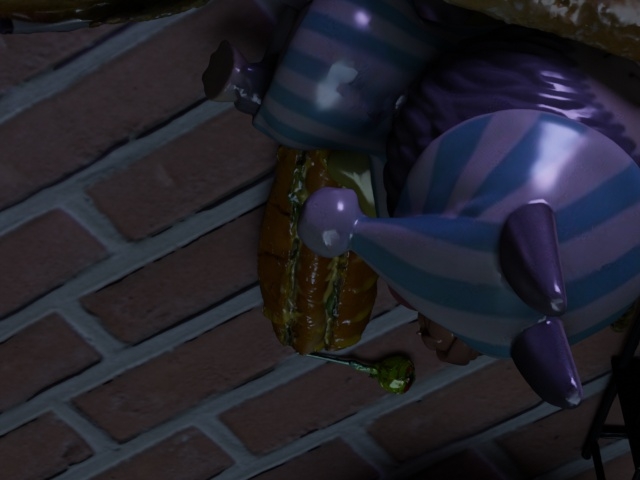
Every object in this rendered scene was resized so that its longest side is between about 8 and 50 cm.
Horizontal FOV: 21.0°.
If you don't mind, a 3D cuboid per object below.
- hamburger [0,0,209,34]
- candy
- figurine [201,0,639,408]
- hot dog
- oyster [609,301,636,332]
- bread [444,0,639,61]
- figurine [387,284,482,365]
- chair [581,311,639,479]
[{"bbox_3d":[-0.163,-0.280,1.184,0.277,0.195,0.318,-6,151,-36],"label":"hamburger"},{"bbox_3d":[0.035,0.123,1.710,0.123,0.035,0.035,14,141,-4],"label":"candy"},{"bbox_3d":[0.118,-0.061,1.295,0.361,0.377,0.266,23,103,-17],"label":"figurine"},{"bbox_3d":[0.000,0.000,1.570,0.115,0.072,0.269,3,131,3],"label":"hot dog"},{"bbox_3d":[0.258,0.045,1.641,0.103,0.051,0.148,-31,137,30],"label":"oyster"},{"bbox_3d":[0.195,-0.259,1.289,0.246,0.176,0.195,17,119,0],"label":"bread"},{"bbox_3d":[0.120,0.041,1.572,0.126,0.157,0.114,-5,111,7],"label":"figurine"},{"bbox_3d":[0.355,0.179,1.704,0.141,0.154,0.260,4,134,-8],"label":"chair"}]
